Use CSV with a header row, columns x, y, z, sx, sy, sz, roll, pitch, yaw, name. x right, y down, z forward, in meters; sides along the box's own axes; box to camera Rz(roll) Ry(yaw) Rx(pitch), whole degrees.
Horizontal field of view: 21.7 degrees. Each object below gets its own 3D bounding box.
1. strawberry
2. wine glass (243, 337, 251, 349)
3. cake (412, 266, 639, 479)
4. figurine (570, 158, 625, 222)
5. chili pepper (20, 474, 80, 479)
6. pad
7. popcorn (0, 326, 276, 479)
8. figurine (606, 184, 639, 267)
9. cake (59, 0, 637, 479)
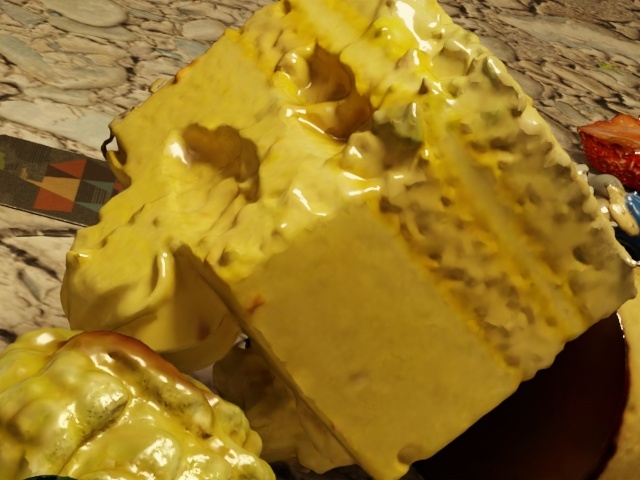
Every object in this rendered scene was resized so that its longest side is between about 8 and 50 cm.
x,y,z,sx,sy,sz,roll,pitch,yaw,name
0.365,-0.086,1.805,0.187,0.082,0.146,12,18,1,strawberry
0.044,0.055,1.193,0.195,0.079,0.079,-28,41,-15,wine glass
0.176,0.106,1.137,0.178,0.208,0.185,22,50,-49,cake
0.092,-0.024,1.377,0.387,0.166,0.207,2,11,-38,figurine
-0.126,0.222,0.618,0.233,0.248,0.256,1,17,-9,chili pepper
-0.180,-0.038,1.412,0.211,0.003,0.143,14,24,-8,pad
-0.120,0.141,0.878,0.189,0.218,0.169,12,64,26,popcorn
0.219,0.025,1.261,0.262,0.120,0.164,25,3,-36,figurine
0.000,0.000,1.017,0.227,0.286,0.222,51,1,-35,cake
